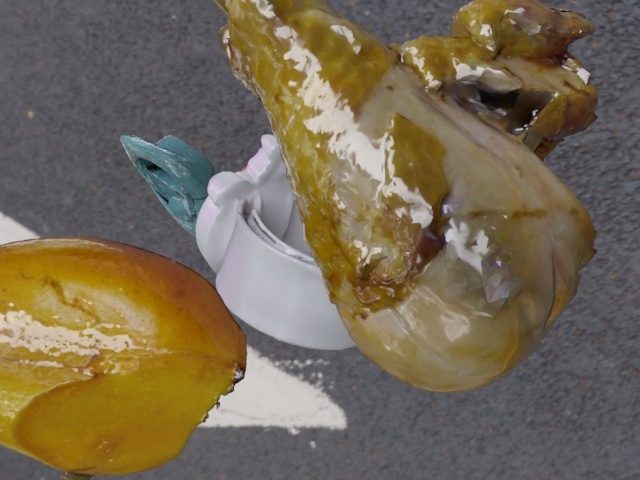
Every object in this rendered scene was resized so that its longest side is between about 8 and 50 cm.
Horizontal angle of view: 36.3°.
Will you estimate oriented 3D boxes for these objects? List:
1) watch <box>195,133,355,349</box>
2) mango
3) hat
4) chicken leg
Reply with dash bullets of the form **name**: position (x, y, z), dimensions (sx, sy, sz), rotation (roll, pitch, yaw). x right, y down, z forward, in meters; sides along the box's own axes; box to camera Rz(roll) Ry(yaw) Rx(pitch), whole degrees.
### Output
- **watch**: position (0.000, 0.000, 1.138), dimensions (0.231, 0.244, 0.196), rotation (41, 122, 39)
- **mango**: position (-0.205, 0.081, 0.776), dimensions (0.187, 0.257, 0.138), rotation (-61, 30, 9)
- **hat**: position (-0.186, -0.092, 1.311), dimensions (0.138, 0.078, 0.191), rotation (19, 149, 40)
- **chicken leg**: position (0.056, -0.107, 0.701), dimensions (0.295, 0.182, 0.409), rotation (-43, 96, -9)
